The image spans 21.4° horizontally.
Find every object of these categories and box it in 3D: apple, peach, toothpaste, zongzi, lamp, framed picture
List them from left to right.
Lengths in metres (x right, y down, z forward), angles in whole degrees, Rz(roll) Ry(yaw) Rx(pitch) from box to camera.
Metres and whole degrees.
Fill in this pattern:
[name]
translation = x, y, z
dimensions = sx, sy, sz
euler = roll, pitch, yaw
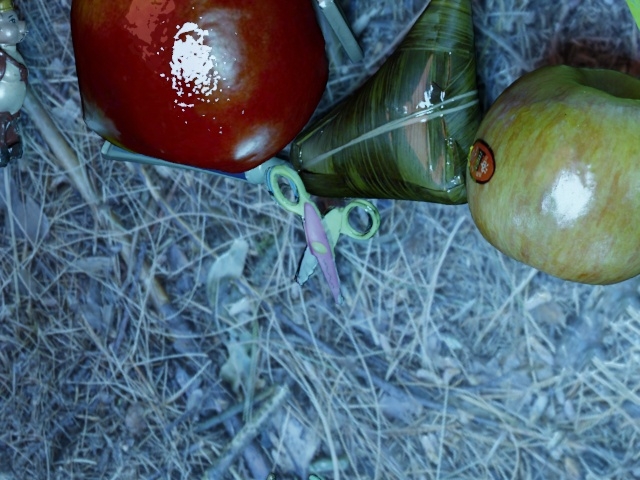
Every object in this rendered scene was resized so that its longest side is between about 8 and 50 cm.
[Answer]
[lamp]
translation = -0.408, -0.216, 2.053
dimensions = 0.118, 0.118, 0.253
euler = 12, 101, 33
[toothpaste]
translation = -0.142, -0.106, 1.923
dimensions = 0.268, 0.047, 0.069
euler = 15, 115, 36
[peach]
translation = -0.124, -0.244, 1.749
dimensions = 0.281, 0.281, 0.338
euler = 10, 94, 33
[framed picture]
translation = -0.036, -0.336, 1.738
dimensions = 0.020, 0.211, 0.289
euler = -25, 78, 6
[zongzi]
translation = 0.061, -0.158, 1.736
dimensions = 0.247, 0.111, 0.241
euler = 2, 96, 41
[apple]
translation = 0.242, -0.062, 1.565
dimensions = 0.211, 0.211, 0.188
euler = 26, 110, 30

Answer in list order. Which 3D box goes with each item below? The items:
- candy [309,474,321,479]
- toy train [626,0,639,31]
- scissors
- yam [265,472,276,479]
[candy]
translation = 0.055, 0.313, 1.824
dimensions = 0.202, 0.061, 0.061
euler = 40, 114, 35
[toy train]
translation = 0.342, -0.232, 1.366
dimensions = 0.179, 0.442, 0.272
euler = -47, 61, -1
[scissors]
translation = 0.000, 0.000, 1.780
dimensions = 0.133, 0.020, 0.187
euler = 24, 145, 17
[yam]
translation = -0.070, 0.311, 1.923
dimensions = 0.014, 0.014, 0.107
euler = 29, 110, 29
